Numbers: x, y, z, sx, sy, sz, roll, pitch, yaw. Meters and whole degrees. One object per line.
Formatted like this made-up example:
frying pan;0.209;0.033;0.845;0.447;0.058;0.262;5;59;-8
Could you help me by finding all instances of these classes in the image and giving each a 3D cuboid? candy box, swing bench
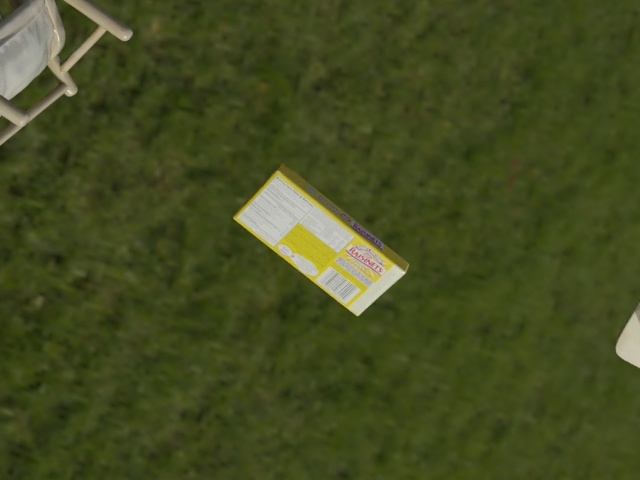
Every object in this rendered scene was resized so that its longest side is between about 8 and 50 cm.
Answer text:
candy box;0.000;0.000;2.174;0.105;0.206;0.027;-44;-168;36
swing bench;-0.409;-0.251;2.081;0.165;0.254;0.253;-37;-172;42

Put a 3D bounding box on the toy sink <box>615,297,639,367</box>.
toy sink;0.433;0.129;1.791;0.153;0.234;0.131;-63;178;23
